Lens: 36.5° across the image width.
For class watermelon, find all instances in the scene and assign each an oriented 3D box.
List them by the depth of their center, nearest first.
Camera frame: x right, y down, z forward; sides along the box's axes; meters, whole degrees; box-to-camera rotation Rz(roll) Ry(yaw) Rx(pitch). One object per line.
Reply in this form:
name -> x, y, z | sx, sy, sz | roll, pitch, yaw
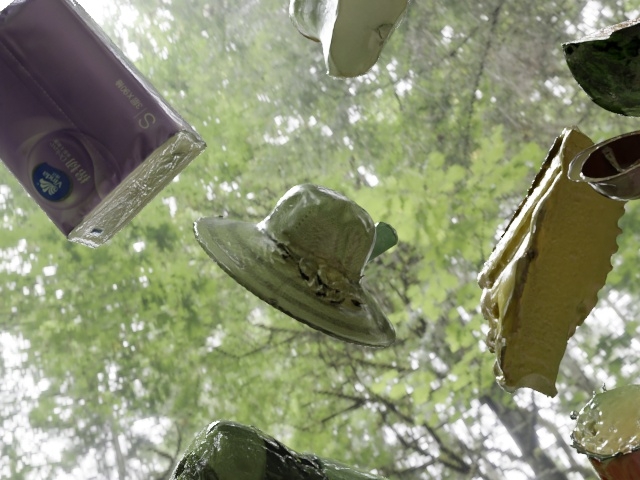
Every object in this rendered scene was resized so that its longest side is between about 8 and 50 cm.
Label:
watermelon -> 0.428, -0.237, 1.234 | 0.193, 0.145, 0.137 | 24, -98, -25

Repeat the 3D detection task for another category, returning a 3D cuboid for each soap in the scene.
soap -> 0.387, 0.036, 1.544 | 0.169, 0.304, 0.339 | 16, -54, -11

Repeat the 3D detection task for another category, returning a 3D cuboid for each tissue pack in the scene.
tissue pack -> -0.375, -0.191, 1.446 | 0.242, 0.338, 0.160 | -44, -10, 2

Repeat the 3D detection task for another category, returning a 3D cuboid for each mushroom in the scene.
mushroom -> 0.023, -0.308, 1.318 | 0.159, 0.329, 0.122 | -42, -70, 0

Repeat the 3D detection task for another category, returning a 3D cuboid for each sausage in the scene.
sausage -> 0.280, 0.227, 0.732 | 0.083, 0.083, 0.264 | -32, -72, 3

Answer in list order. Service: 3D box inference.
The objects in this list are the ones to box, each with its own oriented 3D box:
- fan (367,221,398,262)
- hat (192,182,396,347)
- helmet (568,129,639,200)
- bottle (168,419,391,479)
fan -> 0.029, 0.040, 1.312 | 0.193, 0.038, 0.016 | -40, -7, 25
hat -> 0.000, 0.000, 1.026 | 0.252, 0.252, 0.110 | 22, -75, -34
helmet -> 0.336, -0.073, 1.069 | 0.111, 0.089, 0.057 | -13, -56, 43
bottle -> 0.004, 0.285, 0.905 | 0.347, 0.168, 0.168 | 31, -70, -24
